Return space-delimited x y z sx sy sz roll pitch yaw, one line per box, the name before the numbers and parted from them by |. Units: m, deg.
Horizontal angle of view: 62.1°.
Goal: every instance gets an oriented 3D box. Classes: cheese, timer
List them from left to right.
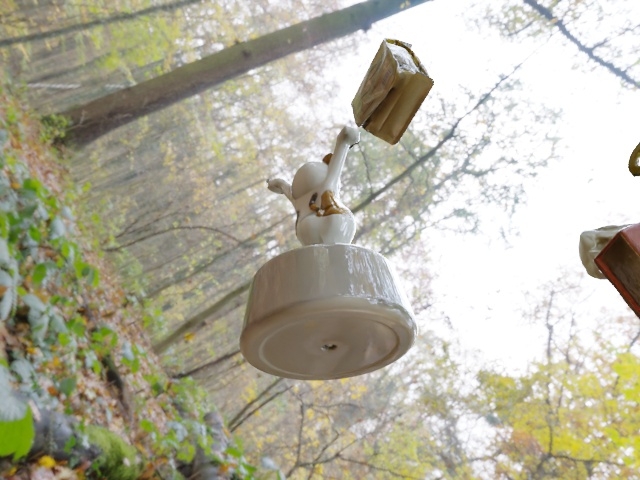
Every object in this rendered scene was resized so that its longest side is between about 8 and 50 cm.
timer | 0.000 0.000 0.595 0.175 0.175 0.265 91 -5 -54
cheese | 0.359 0.005 0.522 0.065 0.194 0.043 -79 161 -55

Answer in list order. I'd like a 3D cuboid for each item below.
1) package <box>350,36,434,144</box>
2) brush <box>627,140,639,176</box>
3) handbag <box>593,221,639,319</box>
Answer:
package | 0.064 -0.151 0.510 0.131 0.047 0.071 -89 -157 -55
brush | 0.240 -0.127 0.302 0.083 0.011 0.205 -95 -151 -67
handbag | 0.308 0.057 0.369 0.062 0.127 0.190 93 -25 -59
